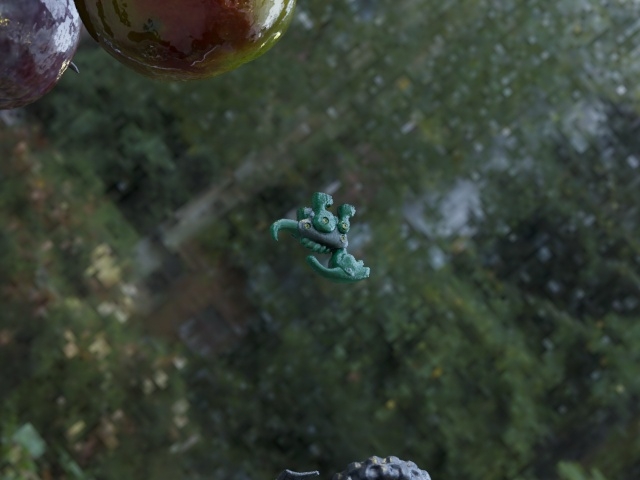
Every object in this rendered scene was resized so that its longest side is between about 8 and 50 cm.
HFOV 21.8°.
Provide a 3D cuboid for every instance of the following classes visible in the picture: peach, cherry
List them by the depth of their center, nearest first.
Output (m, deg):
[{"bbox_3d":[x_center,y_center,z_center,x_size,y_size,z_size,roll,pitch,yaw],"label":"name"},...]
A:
[{"bbox_3d":[-0.132,-0.265,1.600,0.231,0.231,0.231,50,-5,6],"label":"peach"},{"bbox_3d":[-0.383,-0.252,1.772,0.300,0.203,0.230,29,16,-44],"label":"cherry"}]

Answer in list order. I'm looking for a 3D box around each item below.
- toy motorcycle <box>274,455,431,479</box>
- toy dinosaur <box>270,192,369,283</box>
[{"bbox_3d":[-0.015,0.314,1.459,0.188,0.327,0.143,45,18,-36],"label":"toy motorcycle"},{"bbox_3d":[0.000,0.000,1.962,0.132,0.059,0.096,16,54,-24],"label":"toy dinosaur"}]
